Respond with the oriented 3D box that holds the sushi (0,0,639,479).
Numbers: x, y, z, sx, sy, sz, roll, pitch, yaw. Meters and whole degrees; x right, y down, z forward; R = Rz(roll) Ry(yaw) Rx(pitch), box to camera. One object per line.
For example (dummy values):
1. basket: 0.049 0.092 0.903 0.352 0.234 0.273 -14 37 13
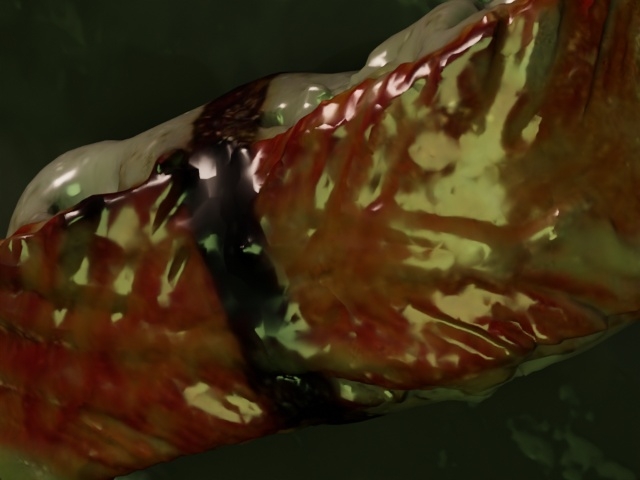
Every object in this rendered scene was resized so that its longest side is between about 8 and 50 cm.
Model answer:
1. sushi: 0.000 0.000 0.637 0.332 0.130 0.124 -18 100 30
